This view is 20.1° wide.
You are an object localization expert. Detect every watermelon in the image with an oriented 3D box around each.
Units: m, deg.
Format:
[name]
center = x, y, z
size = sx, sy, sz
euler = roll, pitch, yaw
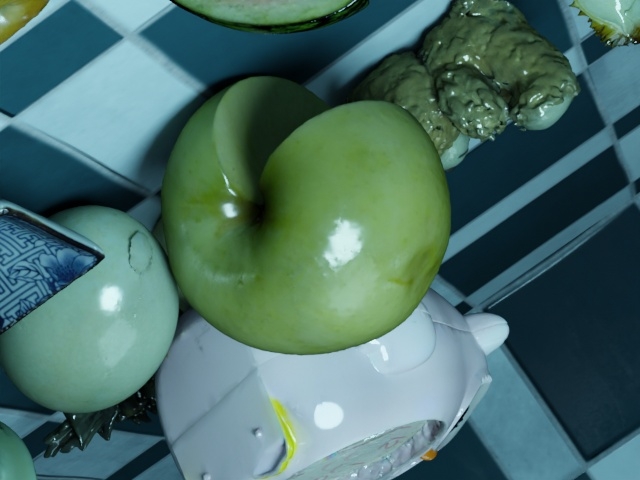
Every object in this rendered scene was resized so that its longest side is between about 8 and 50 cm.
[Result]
[watermelon]
center = -0.038, -0.223, 1.489
size = 0.145, 0.193, 0.137
euler = 37, 64, -76

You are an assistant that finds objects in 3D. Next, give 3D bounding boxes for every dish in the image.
[dish]
center = -0.346, 0.031, 1.664
size = 0.243, 0.080, 0.182
euler = -34, 154, 13

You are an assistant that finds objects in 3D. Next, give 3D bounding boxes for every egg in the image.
[egg]
center = -0.239, 0.073, 1.827
size = 0.186, 0.186, 0.253
euler = -22, 154, -38

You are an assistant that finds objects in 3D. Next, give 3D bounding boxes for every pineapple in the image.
[pineapple]
center = -0.211, 0.168, 2.296
size = 0.340, 0.169, 0.169
euler = -24, 164, -9

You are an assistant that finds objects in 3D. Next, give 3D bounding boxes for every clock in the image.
[clock]
center = 0.007, 0.155, 2.061
size = 0.377, 0.250, 0.368
euler = -6, 151, -45

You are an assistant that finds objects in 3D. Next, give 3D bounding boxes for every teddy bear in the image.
[teddy bear]
center = 0.137, -0.156, 1.970
size = 0.256, 0.156, 0.267
euler = -40, -166, 7

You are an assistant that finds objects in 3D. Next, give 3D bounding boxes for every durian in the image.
[durian]
center = 0.349, -0.302, 1.985
size = 0.144, 0.139, 0.252
euler = -17, 158, -36

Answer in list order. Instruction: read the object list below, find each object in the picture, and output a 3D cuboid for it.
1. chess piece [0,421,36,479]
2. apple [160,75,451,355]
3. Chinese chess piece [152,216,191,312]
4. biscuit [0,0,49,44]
[chess piece]
center = -0.438, 0.249, 2.021
size = 0.194, 0.194, 0.299
euler = -31, 156, -9
[apple]
center = -0.011, -0.028, 1.785
size = 0.292, 0.292, 0.254
euler = -41, 154, 25
[Chinese chess piece]
center = -0.064, -0.014, 2.072
size = 0.270, 0.112, 0.270
euler = -30, 164, -10
[biscuit]
center = -0.267, -0.178, 1.232
size = 0.220, 0.066, 0.220
euler = -34, 167, -9
